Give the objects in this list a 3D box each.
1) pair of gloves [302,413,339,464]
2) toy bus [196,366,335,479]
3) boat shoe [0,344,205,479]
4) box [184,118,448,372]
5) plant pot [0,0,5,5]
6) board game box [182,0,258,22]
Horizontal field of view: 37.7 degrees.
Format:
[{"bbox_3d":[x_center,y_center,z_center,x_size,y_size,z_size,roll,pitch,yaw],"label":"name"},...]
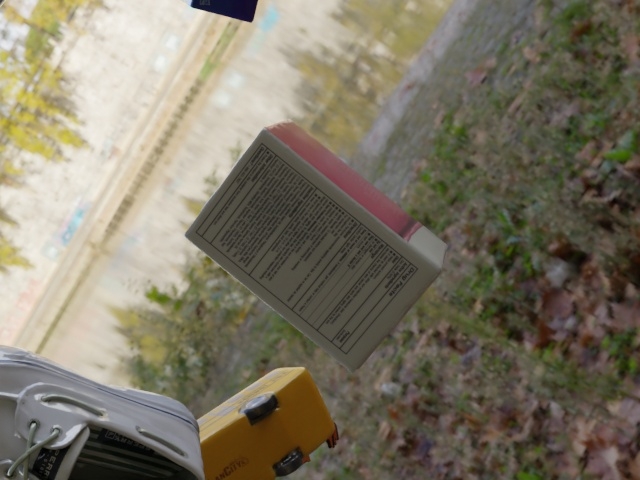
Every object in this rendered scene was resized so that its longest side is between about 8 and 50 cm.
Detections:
[{"bbox_3d":[-0.009,0.324,1.534,0.083,0.074,0.010,-24,29,-16],"label":"pair of gloves"},{"bbox_3d":[-0.135,0.295,1.268,0.333,0.108,0.130,-30,10,-32],"label":"toy bus"},{"bbox_3d":[-0.175,0.126,0.614,0.076,0.226,0.083,49,121,55],"label":"boat shoe"},{"bbox_3d":[0.000,0.000,1.001,0.148,0.232,0.127,-51,-1,16],"label":"box"},{"bbox_3d":[-0.504,-0.330,1.129,0.255,0.271,0.272,-43,4,-29],"label":"plant pot"},{"bbox_3d":[-0.104,-0.458,1.132,0.233,0.078,0.347,-132,54,-62],"label":"board game box"}]
